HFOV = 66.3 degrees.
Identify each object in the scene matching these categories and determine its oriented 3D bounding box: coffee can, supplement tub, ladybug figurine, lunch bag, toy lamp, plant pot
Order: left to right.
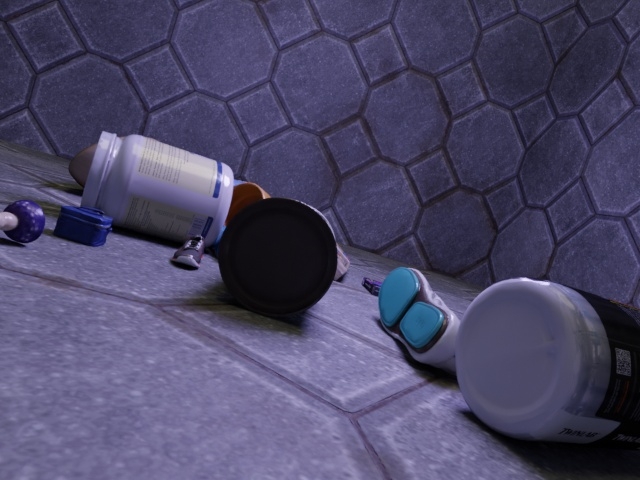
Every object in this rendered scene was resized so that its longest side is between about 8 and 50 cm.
[{"bbox_3d":[-0.489,-0.028,0.651,0.080,0.080,0.274,18,4,8],"label":"toy lamp"},{"bbox_3d":[-0.453,-0.032,0.946,0.098,0.065,0.067,17,4,-7],"label":"lunch bag"},{"bbox_3d":[-0.688,-0.244,1.716,0.305,0.162,0.449,-22,6,0],"label":"ladybug figurine"},{"bbox_3d":[-0.408,-0.127,1.238,0.324,0.235,0.235,17,4,-24],"label":"supplement tub"},{"bbox_3d":[-0.199,-0.045,1.505,0.205,0.205,0.188,21,-10,39],"label":"plant pot"},{"bbox_3d":[-0.068,0.022,0.952,0.201,0.202,0.275,18,3,0],"label":"coffee can"},{"bbox_3d":[0.375,0.180,0.689,0.338,0.207,0.207,16,4,-27],"label":"supplement tub"}]

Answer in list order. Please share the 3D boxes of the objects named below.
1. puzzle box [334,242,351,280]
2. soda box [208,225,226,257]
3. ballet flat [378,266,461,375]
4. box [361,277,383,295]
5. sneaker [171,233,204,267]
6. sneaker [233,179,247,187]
[{"bbox_3d":[0.000,0.000,1.706,0.272,0.052,0.409,51,5,1],"label":"puzzle box"},{"bbox_3d":[-0.241,0.010,1.286,0.067,0.071,0.210,16,4,-26],"label":"soda box"},{"bbox_3d":[0.208,0.162,0.971,0.139,0.139,0.400,17,8,-6],"label":"ballet flat"},{"bbox_3d":[0.203,0.158,1.555,0.116,0.029,0.162,17,5,-9],"label":"box"},{"bbox_3d":[-0.280,0.016,1.057,0.061,0.065,0.158,17,4,-12],"label":"sneaker"},{"bbox_3d":[-0.350,-0.166,1.624,0.330,0.130,0.147,17,1,5],"label":"sneaker"}]
